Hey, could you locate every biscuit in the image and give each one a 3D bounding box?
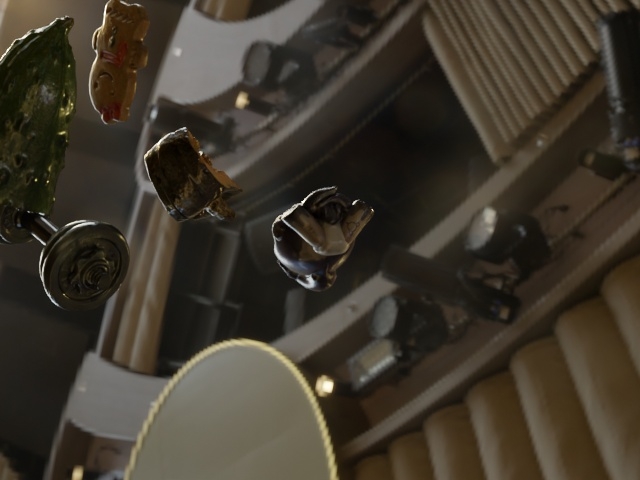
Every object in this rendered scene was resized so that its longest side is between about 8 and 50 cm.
[{"bbox_3d":[-0.373,-0.325,2.028,0.166,0.036,0.225,31,-69,41],"label":"biscuit"}]

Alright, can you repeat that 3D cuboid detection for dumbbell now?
[{"bbox_3d":[-0.516,-0.014,2.113,0.406,0.179,0.179,34,-74,38],"label":"dumbbell"}]

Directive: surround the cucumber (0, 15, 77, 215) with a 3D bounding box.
[{"bbox_3d":[-0.351,-0.156,1.342,0.134,0.134,0.244,28,-83,54],"label":"cucumber"}]

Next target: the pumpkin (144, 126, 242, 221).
[{"bbox_3d":[-0.247,-0.098,2.249,0.131,0.248,0.126,-35,-132,8],"label":"pumpkin"}]

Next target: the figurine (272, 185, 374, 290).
[{"bbox_3d":[0.000,0.000,1.754,0.222,0.145,0.145,136,-38,-73],"label":"figurine"}]
